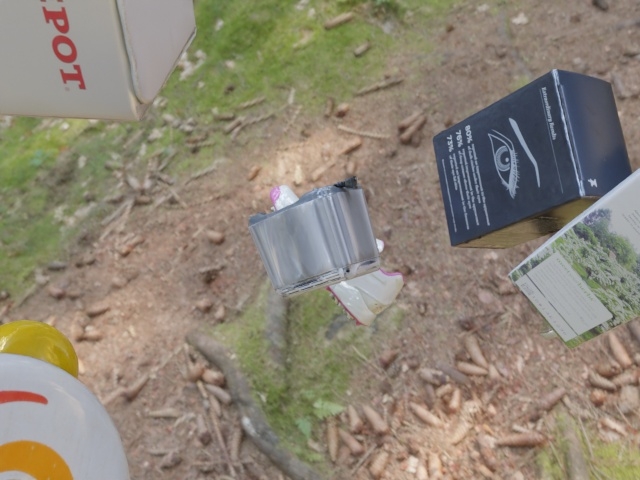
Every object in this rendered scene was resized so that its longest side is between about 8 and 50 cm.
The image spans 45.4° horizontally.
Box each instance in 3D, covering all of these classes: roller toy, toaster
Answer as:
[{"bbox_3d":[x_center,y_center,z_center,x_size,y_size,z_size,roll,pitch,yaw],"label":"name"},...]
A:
[{"bbox_3d":[-0.222,0.168,0.477,0.146,0.191,0.209,-16,11,38],"label":"roller toy"},{"bbox_3d":[0.000,0.000,1.208,0.227,0.129,0.147,-20,86,37],"label":"toaster"}]

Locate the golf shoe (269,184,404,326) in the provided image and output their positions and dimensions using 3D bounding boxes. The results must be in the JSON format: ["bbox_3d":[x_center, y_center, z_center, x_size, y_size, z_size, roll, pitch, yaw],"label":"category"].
[{"bbox_3d":[0.031,0.007,1.408,0.140,0.306,0.115,-38,3,4],"label":"golf shoe"}]

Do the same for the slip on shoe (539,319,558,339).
[{"bbox_3d":[0.349,0.096,1.121,0.051,0.041,0.135,-27,10,45],"label":"slip on shoe"}]

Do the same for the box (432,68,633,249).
[{"bbox_3d":[0.250,-0.087,0.918,0.207,0.108,0.153,-24,69,52],"label":"box"}]

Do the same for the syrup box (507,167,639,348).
[{"bbox_3d":[0.267,0.000,0.642,0.096,0.237,0.093,-34,79,-26],"label":"syrup box"}]

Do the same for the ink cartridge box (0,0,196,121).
[{"bbox_3d":[-0.311,-0.254,0.559,0.394,0.286,0.166,5,40,8],"label":"ink cartridge box"}]
